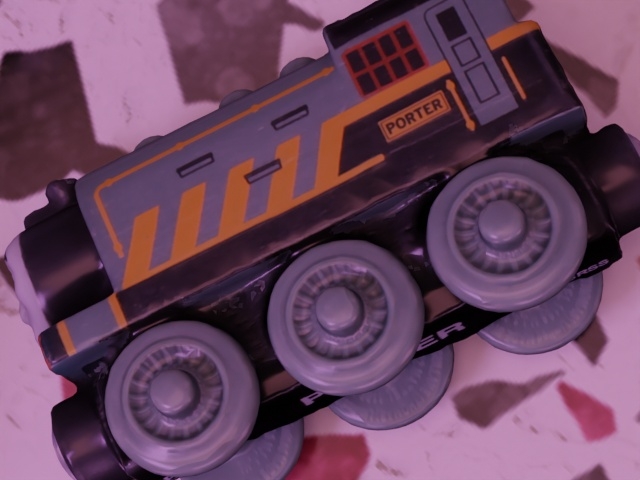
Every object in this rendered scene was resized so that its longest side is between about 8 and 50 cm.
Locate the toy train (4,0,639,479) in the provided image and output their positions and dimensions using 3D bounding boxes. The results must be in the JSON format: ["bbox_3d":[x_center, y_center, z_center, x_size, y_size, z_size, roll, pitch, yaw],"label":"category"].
[{"bbox_3d":[0.000,0.000,0.969,0.334,0.142,0.190,-27,70,6],"label":"toy train"}]
